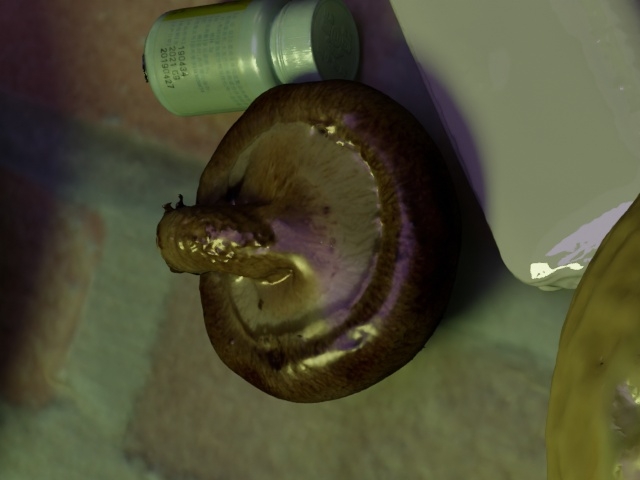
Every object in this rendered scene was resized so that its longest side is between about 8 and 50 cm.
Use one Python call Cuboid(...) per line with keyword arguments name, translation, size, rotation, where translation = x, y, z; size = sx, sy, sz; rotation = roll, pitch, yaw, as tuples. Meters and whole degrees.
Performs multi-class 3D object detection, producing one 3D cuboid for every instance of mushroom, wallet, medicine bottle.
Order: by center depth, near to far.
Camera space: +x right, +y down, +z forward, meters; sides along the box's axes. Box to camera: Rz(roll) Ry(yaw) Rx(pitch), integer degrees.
Cuboid(name="wallet", translation=(0.083, -0.071, 0.597), size=(0.095, 0.033, 0.190), rotation=(-30, 69, 27))
Cuboid(name="mushroom", translation=(0.000, 0.000, 0.605), size=(0.127, 0.087, 0.127), rotation=(-4, 84, 35))
Cuboid(name="medicine bottle", translation=(-0.029, -0.078, 0.657), size=(0.083, 0.047, 0.047), rotation=(-4, 81, 31))

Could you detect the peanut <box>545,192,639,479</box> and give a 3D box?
Cuboid(name="peanut", translation=(0.142, 0.082, 0.485), size=(0.147, 0.147, 0.305), rotation=(0, 82, 31))
